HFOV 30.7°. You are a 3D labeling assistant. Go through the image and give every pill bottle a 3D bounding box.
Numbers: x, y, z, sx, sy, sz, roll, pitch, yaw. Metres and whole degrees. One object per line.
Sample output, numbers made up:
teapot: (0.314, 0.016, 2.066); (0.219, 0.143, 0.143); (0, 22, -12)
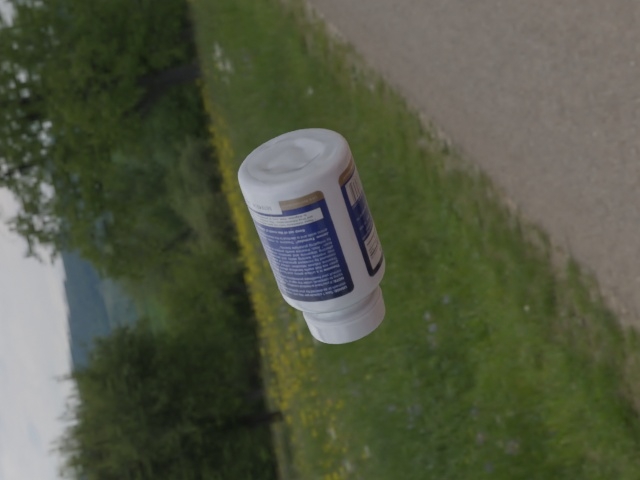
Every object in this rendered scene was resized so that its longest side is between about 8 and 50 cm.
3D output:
pill bottle: (0.000, 0.000, 0.687); (0.067, 0.067, 0.120); (-114, 5, -58)
